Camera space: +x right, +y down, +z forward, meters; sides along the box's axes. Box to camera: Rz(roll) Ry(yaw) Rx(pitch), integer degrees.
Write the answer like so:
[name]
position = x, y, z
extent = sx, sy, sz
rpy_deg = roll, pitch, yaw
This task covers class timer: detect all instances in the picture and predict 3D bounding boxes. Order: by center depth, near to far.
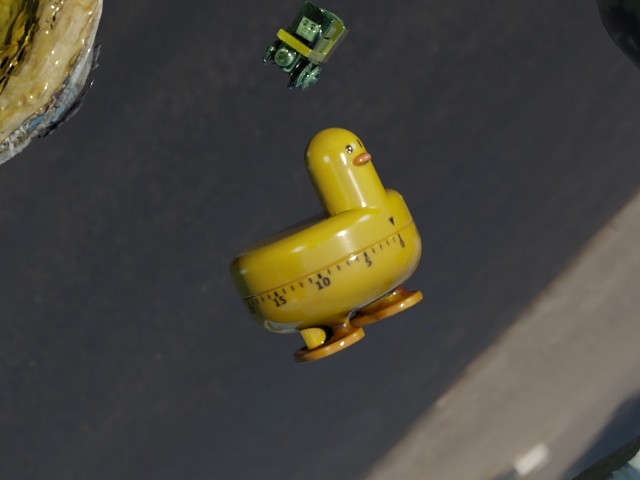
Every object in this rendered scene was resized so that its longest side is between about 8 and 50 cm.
[timer]
position = 0.000, 0.000, 1.022
extent = 0.107, 0.109, 0.107
rpy_deg = -24, -176, 2

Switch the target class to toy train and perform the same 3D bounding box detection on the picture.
[toy train]
position = -0.013, -0.185, 1.796
extent = 0.081, 0.050, 0.122
rpy_deg = -52, 175, 7

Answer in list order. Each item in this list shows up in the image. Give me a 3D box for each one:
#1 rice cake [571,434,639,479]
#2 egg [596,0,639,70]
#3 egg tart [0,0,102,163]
[rice cake]
position = 0.225, 0.192, 1.137
extent = 0.037, 0.189, 0.198
rpy_deg = -54, -174, -22
[egg]
position = 0.383, -0.251, 1.409
extent = 0.379, 0.287, 0.287
rpy_deg = -22, 174, 23
[egg tart]
position = -0.252, -0.151, 1.490
extent = 0.234, 0.234, 0.094
rpy_deg = -45, 137, 11
